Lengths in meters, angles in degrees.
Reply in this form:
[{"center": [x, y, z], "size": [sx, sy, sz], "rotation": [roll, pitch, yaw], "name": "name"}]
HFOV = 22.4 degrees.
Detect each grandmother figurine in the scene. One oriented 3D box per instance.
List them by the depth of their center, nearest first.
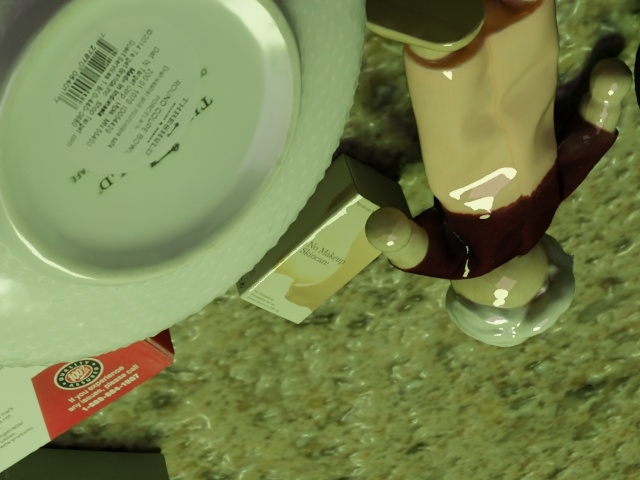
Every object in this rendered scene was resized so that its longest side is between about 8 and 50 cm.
[{"center": [0.111, -0.050, 1.018], "size": [0.208, 0.104, 0.342], "rotation": [-25, 143, -11], "name": "grandmother figurine"}]

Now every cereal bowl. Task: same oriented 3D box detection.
[{"center": [-0.112, -0.079, 0.772], "size": [0.339, 0.141, 0.339], "rotation": [-19, 127, -27], "name": "cereal bowl"}]

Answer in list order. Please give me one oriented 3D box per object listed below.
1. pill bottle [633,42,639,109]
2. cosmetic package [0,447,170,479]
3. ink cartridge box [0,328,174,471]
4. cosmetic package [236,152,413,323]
[{"center": [0.314, -0.114, 0.986], "size": [0.219, 0.123, 0.122], "rotation": [-21, 141, -18], "name": "pill bottle"}, {"center": [-0.233, 0.225, 1.190], "size": [0.238, 0.107, 0.127], "rotation": [7, 131, -23], "name": "cosmetic package"}, {"center": [-0.251, 0.023, 0.947], "size": [0.197, 0.114, 0.273], "rotation": [-32, 138, 17], "name": "ink cartridge box"}, {"center": [0.000, 0.000, 1.071], "size": [0.060, 0.041, 0.115], "rotation": [25, 124, -39], "name": "cosmetic package"}]
